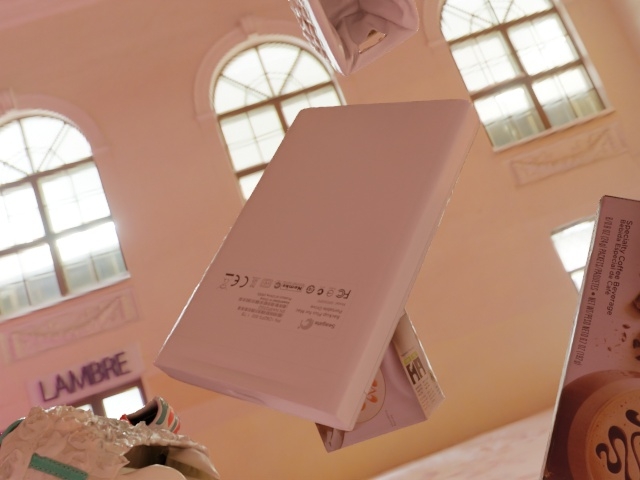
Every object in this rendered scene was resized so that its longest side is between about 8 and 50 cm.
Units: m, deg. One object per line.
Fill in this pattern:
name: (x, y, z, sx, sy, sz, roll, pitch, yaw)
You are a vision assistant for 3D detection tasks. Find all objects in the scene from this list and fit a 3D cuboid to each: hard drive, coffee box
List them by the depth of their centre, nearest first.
hard drive: (0.000, 0.000, 0.610, 0.203, 0.307, 0.040, 5, -33, 37)
coffee box: (0.313, 0.118, 0.624, 0.168, 0.297, 0.119, 13, 3, 21)
coffee box: (0.034, 0.113, 0.838, 0.141, 0.246, 0.098, -25, -6, 24)

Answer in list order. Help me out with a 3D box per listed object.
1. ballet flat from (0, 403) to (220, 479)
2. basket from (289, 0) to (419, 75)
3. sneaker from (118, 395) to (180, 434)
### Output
ballet flat: (-0.182, 0.272, 0.724, 0.147, 0.147, 0.409, -21, -24, 5)
basket: (0.020, -0.288, 0.749, 0.113, 0.103, 0.167, -34, -52, -7)
sneaker: (-0.262, 0.260, 0.882, 0.161, 0.057, 0.075, -34, -39, -21)
